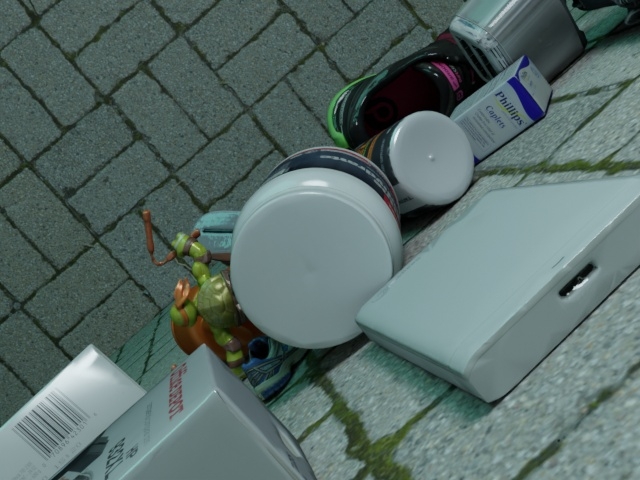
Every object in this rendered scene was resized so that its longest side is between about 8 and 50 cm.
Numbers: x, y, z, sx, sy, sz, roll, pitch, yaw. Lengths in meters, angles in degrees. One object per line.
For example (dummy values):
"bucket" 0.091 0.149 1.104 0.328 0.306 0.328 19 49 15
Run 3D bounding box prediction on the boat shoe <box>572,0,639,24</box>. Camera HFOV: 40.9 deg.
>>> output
"boat shoe" 0.448 -0.377 1.120 0.186 0.156 0.500 -36 19 -3

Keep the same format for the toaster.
"toaster" 0.299 -0.323 1.320 0.146 0.227 0.129 -47 45 1

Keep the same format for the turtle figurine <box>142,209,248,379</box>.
"turtle figurine" -0.118 0.061 1.153 0.217 0.270 0.087 -19 -3 -24

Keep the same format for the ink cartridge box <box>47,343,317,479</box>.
"ink cartridge box" -0.161 0.240 0.675 0.307 0.129 0.223 -42 8 -6

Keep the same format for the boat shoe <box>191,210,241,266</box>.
"boat shoe" -0.063 0.005 1.344 0.302 0.094 0.109 8 75 33

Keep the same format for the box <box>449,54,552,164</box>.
"box" 0.256 -0.187 1.242 0.137 0.072 0.126 -37 9 31

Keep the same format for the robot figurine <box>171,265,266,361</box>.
"robot figurine" -0.157 0.123 1.304 0.128 0.158 0.219 -13 -3 -23

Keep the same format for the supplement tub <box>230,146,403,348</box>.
"supplement tub" 0.000 0.000 1.002 0.191 0.191 0.272 -39 8 12

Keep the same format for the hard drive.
"hard drive" 0.146 0.027 0.723 0.203 0.040 0.307 -42 9 -7

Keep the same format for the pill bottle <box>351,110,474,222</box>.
"pill bottle" 0.102 -0.088 1.223 0.130 0.130 0.245 -44 8 -23

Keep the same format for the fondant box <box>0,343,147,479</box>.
"fondant box" -0.318 0.286 0.969 0.238 0.096 0.330 -46 -9 -33

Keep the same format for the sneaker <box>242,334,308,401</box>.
"sneaker" -0.054 0.131 1.024 0.052 0.058 0.135 -37 8 25

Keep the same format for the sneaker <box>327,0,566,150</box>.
"sneaker" 0.238 -0.288 1.512 0.482 0.185 0.202 -36 20 5
